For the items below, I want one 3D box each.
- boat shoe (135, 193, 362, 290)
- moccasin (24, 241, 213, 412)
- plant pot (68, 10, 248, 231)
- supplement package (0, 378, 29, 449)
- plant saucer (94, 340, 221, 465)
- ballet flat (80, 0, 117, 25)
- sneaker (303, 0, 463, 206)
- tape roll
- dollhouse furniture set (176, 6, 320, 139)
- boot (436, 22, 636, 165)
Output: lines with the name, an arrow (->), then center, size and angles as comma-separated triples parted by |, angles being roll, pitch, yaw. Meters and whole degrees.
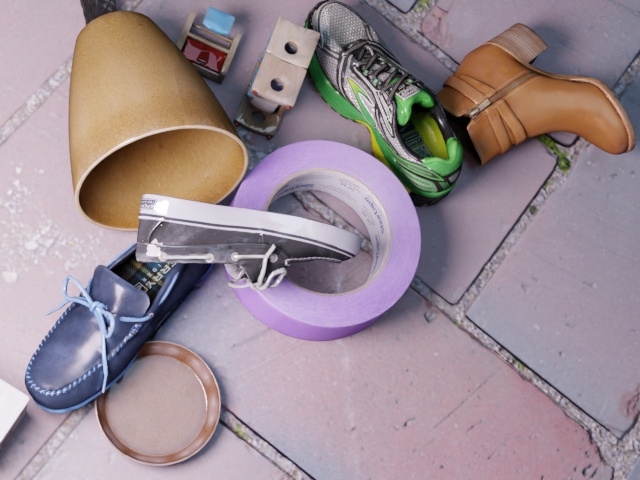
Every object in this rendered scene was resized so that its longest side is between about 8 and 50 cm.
boat shoe -> -0.091, 0.013, 1.638 | 0.306, 0.113, 0.104 | 9, 87, -29
moccasin -> -0.271, 0.071, 1.658 | 0.138, 0.117, 0.342 | 29, 61, 15
plant pot -> -0.248, -0.180, 1.720 | 0.237, 0.237, 0.254 | -11, 60, -18
supplement package -> -0.471, 0.202, 1.579 | 0.179, 0.105, 0.105 | 33, 68, -4
plant saucer -> -0.219, 0.219, 1.682 | 0.169, 0.029, 0.168 | 5, 72, -14
ballet flat -> -0.319, -0.345, 1.838 | 0.049, 0.057, 0.173 | 15, 63, -54
sneaker -> 0.104, -0.222, 1.851 | 0.134, 0.146, 0.343 | -35, 83, -22
tape roll -> 0.000, 0.000, 1.780 | 0.275, 0.090, 0.274 | 4, 71, -13
dollhouse furniture set -> -0.119, -0.254, 1.809 | 0.184, 0.129, 0.129 | 22, 68, -8
boot -> 0.321, -0.185, 1.914 | 0.283, 0.109, 0.220 | 46, 66, 5
